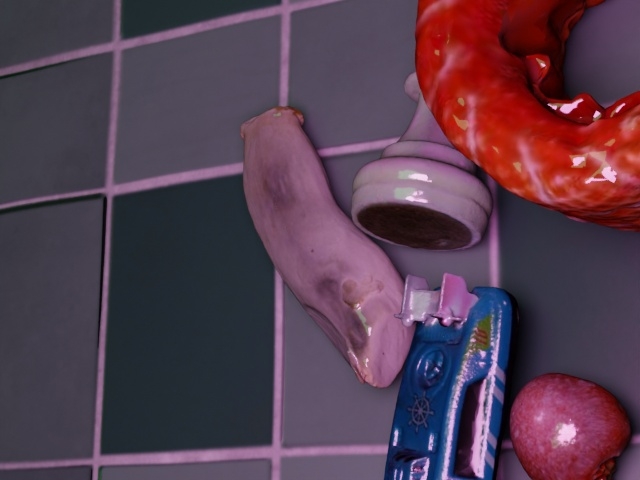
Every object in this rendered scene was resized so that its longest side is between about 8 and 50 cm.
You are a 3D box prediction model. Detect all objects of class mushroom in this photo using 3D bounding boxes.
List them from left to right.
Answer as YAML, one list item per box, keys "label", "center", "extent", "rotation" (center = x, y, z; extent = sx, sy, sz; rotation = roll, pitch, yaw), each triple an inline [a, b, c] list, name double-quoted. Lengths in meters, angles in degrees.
- label: "mushroom"
  center: [-0.002, 0.001, 1.501]
  extent: [0.109, 0.097, 0.351]
  rotation: [-42, 57, 20]

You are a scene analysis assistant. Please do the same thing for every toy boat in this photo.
- label: "toy boat"
  center: [0.100, 0.184, 1.364]
  extent: [0.134, 0.092, 0.299]
  rotation: [-5, 72, 57]

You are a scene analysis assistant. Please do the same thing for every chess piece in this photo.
- label: "chess piece"
  center: [0.119, -0.135, 1.449]
  extent: [0.139, 0.139, 0.272]
  rotation: [0, 69, 33]

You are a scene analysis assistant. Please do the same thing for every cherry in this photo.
- label: "cherry"
  center: [0.249, 0.201, 1.290]
  extent: [0.107, 0.090, 0.225]
  rotation: [-44, 53, 1]

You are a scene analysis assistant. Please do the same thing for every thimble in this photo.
- label: "thimble"
  center: [0.270, -0.173, 1.287]
  extent: [0.350, 0.230, 0.350]
  rotation: [-8, 75, 32]
